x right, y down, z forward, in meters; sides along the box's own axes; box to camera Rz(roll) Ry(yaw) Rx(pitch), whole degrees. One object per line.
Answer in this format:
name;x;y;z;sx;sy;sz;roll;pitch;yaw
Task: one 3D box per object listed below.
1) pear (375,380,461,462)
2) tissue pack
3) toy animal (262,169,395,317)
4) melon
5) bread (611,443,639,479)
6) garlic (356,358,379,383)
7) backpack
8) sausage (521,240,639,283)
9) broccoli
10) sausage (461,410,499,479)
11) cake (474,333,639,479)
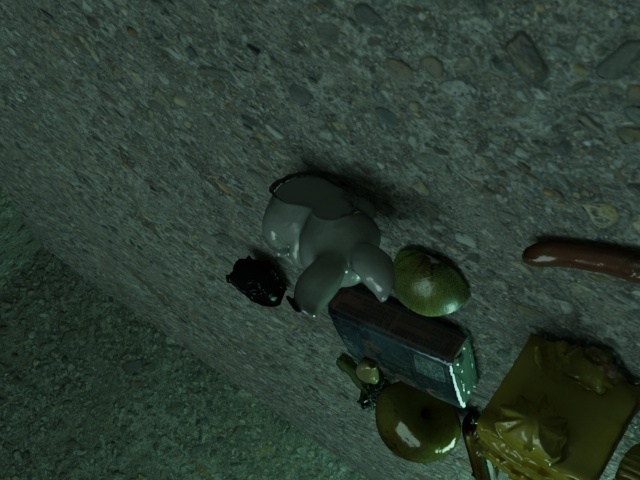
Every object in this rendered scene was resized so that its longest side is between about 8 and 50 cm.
pear;0.240;0.459;1.769;0.228;0.188;0.211;40;149;5
tissue pack;0.184;0.235;1.547;0.316;0.103;0.227;21;152;32
toy animal;0.005;-0.004;1.206;0.325;0.209;0.154;-104;0;-57
melon;0.188;0.078;1.278;0.160;0.079;0.128;29;157;21
bread;0.604;0.509;1.267;0.133;0.250;0.179;16;169;48
garlic;0.108;0.300;1.601;0.053;0.041;0.083;22;150;19
backpack;-0.154;0.108;1.799;0.120;0.105;0.165;28;176;27
sausage;0.370;0.027;0.969;0.186;0.043;0.043;11;145;46
broccoli;0.114;0.385;1.955;0.122;0.118;0.204;18;-166;-45
sausage;0.414;0.538;1.819;0.082;0.082;0.371;22;151;32
cake;0.410;0.314;1.211;0.223;0.227;0.286;29;155;22
